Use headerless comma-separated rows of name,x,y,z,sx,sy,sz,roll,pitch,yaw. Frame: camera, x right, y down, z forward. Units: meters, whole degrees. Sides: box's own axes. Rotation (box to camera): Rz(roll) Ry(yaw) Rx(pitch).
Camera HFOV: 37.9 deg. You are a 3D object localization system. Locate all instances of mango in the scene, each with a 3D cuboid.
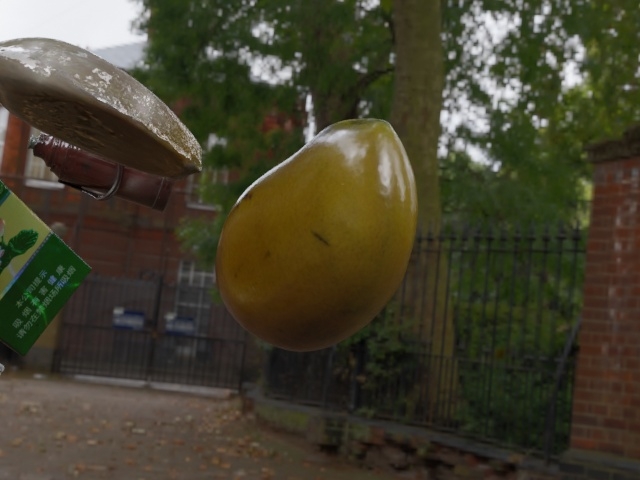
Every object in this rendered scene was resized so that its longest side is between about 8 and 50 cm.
mango,0.000,0.000,1.052,0.173,0.211,0.317,-9,-29,-40

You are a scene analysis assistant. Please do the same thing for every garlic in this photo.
garlic,-0.285,-0.168,1.150,0.318,0.112,0.143,32,-30,-10

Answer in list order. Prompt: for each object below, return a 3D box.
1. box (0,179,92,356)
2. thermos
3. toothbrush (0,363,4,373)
box,-0.355,0.019,1.007,0.034,0.132,0.235,23,-21,33
thermos,-0.354,-0.124,1.507,0.232,0.098,0.124,17,19,-15
toothbrush,-0.546,0.173,1.450,0.025,0.030,0.342,24,-8,-32
